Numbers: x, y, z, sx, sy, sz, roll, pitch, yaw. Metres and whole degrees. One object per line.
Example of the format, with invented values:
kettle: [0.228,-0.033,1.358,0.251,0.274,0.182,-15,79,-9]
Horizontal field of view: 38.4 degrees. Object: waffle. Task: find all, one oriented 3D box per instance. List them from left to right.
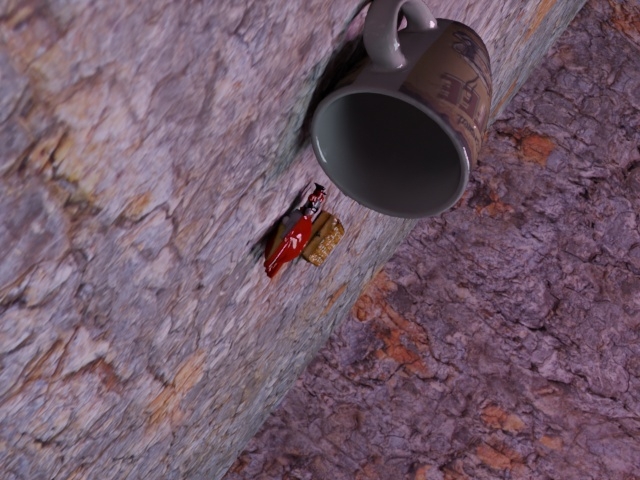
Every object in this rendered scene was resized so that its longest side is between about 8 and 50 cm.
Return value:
waffle: [0.000,-0.001,1.804,0.102,0.042,0.148,-52,170,-3]

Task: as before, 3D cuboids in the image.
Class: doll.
doll: [-0.041,-0.015,1.513,0.169,0.057,0.109,-51,173,-9]

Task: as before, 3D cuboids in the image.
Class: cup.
cup: [0.125,-0.223,1.282,0.301,0.228,0.257,73,33,-42]
